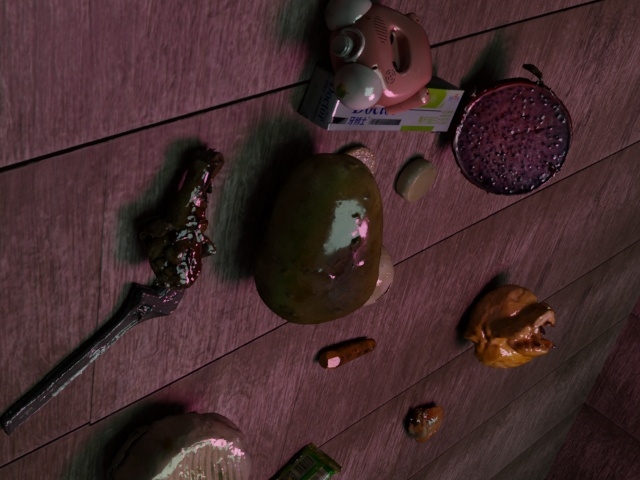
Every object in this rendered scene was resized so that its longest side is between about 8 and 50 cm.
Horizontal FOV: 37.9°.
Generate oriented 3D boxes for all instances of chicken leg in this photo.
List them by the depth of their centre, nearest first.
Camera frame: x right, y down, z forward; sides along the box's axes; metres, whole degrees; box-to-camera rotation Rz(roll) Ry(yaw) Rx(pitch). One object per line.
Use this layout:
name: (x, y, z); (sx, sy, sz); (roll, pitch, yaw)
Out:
chicken leg: (-0.186, -0.026, 1.256); (0.125, 0.081, 0.196); (-34, 139, -48)

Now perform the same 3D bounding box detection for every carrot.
carrot: (0.058, 0.229, 1.906); (0.171, 0.042, 0.042); (-10, 130, -53)

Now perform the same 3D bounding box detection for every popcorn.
popcorn: (0.467, 0.213, 2.323); (0.254, 0.190, 0.191); (-24, 154, 36)

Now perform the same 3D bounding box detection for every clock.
clock: (0.079, -0.258, 1.288); (0.162, 0.093, 0.165); (1, 80, -49)

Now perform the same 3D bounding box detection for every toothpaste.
toothpaste: (0.104, -0.216, 1.460); (0.337, 0.067, 0.081); (-8, 126, -52)

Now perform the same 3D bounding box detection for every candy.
candy: (-0.048, 0.523, 2.010); (0.178, 0.102, 0.032); (-42, 144, -19)

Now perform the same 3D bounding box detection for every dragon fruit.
dragon fruit: (0.351, -0.207, 1.735); (0.219, 0.223, 0.148); (-24, -165, 16)

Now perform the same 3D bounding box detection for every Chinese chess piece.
Chinese chess piece: (0.175, -0.111, 1.707); (0.084, 0.034, 0.084); (-37, 149, -26)

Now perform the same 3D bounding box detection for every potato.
potato: (0.000, 0.000, 1.433); (0.210, 0.173, 0.307); (-11, 132, -25)

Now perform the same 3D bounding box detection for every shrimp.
shrimp: (0.278, 0.475, 2.475); (0.115, 0.051, 0.217); (-54, 151, -11)

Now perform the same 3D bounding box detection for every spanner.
spanner: (-0.316, 0.153, 1.310); (0.325, 0.026, 0.093); (-42, 150, -15)

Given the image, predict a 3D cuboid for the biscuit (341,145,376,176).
biscuit: (0.039, -0.092, 1.548); (0.152, 0.020, 0.152); (-36, 147, -29)

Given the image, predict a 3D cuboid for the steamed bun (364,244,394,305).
steamed bun: (0.082, 0.062, 1.703); (0.130, 0.091, 0.112); (-48, 149, -7)

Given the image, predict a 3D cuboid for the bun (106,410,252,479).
bun: (-0.238, 0.382, 1.539); (0.239, 0.141, 0.239); (-17, 121, -30)
